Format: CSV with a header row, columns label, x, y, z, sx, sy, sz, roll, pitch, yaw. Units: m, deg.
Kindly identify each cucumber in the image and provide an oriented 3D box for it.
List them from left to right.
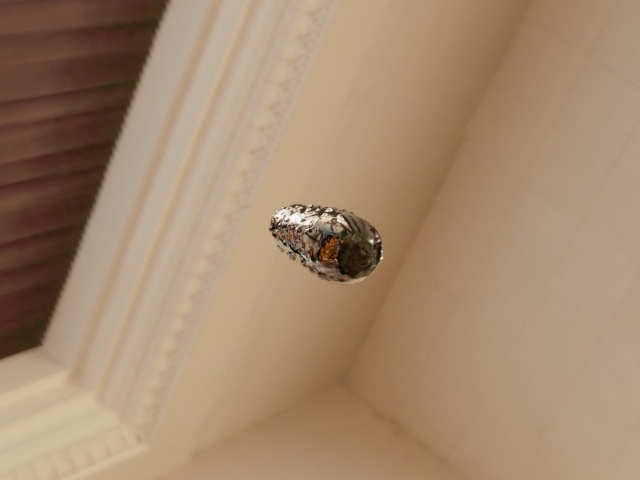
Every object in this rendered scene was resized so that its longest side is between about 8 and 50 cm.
label,x,y,z,sx,sy,sz,roll,pitch,yaw
cucumber,0.000,0.000,1.339,0.227,0.069,0.069,-160,-118,-69
